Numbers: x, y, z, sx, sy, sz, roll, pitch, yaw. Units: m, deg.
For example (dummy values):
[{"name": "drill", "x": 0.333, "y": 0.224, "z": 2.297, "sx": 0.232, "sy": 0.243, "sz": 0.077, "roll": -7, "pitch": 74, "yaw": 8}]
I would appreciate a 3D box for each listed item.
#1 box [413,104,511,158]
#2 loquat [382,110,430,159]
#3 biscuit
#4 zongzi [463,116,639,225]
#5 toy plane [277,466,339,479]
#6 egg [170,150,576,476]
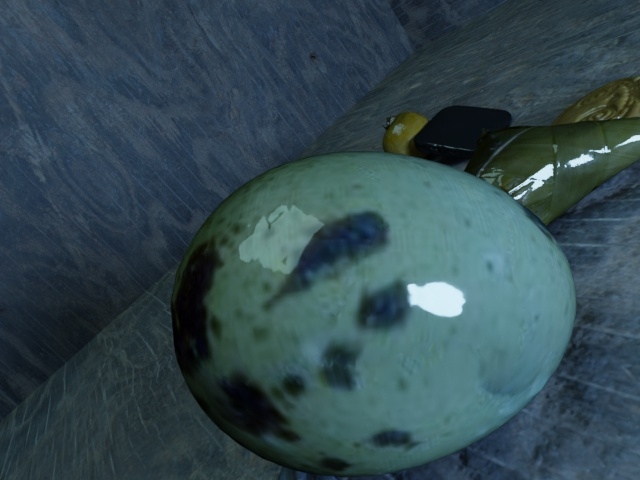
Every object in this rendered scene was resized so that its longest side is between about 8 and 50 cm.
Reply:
[{"name": "box", "x": 0.353, "y": -0.274, "z": 1.214, "sx": 0.212, "sy": 0.042, "sz": 0.201, "roll": 18, "pitch": 53, "yaw": 43}, {"name": "loquat", "x": 0.241, "y": -0.279, "z": 1.342, "sx": 0.163, "sy": 0.163, "sz": 0.137, "roll": -40, "pitch": -11, "yaw": -5}, {"name": "biscuit", "x": 0.548, "y": -0.247, "z": 0.862, "sx": 0.289, "sy": 0.044, "sz": 0.202, "roll": -21, "pitch": 25, "yaw": 47}, {"name": "zongzi", "x": 0.335, "y": -0.074, "z": 0.707, "sx": 0.300, "sy": 0.145, "sz": 0.274, "roll": -3, "pitch": 43, "yaw": 50}, {"name": "toy plane", "x": -0.013, "y": 0.296, "z": 0.573, "sx": 0.212, "sy": 0.088, "sz": 0.267, "roll": -33, "pitch": 11, "yaw": 13}, {"name": "egg", "x": 0.051, "y": 0.070, "z": 0.544, "sx": 0.428, "sy": 0.345, "sz": 0.345, "roll": -12, "pitch": 22, "yaw": 4}]
